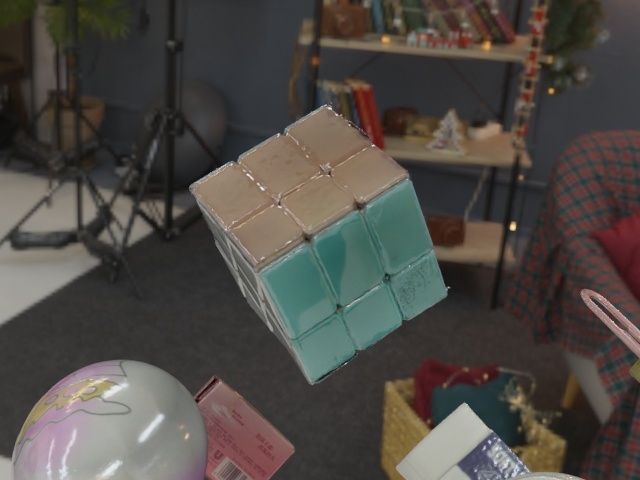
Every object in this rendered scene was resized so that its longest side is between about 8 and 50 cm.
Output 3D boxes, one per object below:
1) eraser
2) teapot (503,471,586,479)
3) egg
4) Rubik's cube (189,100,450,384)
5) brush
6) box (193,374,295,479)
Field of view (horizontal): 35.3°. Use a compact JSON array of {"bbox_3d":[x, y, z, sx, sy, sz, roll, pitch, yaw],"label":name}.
[{"bbox_3d":[0.240,0.363,1.346,0.124,0.081,0.279,-39,75,-19],"label":"eraser"},{"bbox_3d":[0.232,0.351,1.105,0.299,0.166,0.208,-1,46,46],"label":"teapot"},{"bbox_3d":[-0.214,0.220,1.014,0.196,0.196,0.271,10,2,12],"label":"egg"},{"bbox_3d":[0.000,0.000,1.307,0.224,0.231,0.221,-32,41,-11],"label":"Rubik's cube"},{"bbox_3d":[0.444,0.149,1.390,0.103,0.047,0.233,-2,41,-51],"label":"brush"},{"bbox_3d":[-0.124,0.268,1.352,0.111,0.156,0.060,-45,12,-10],"label":"box"}]
